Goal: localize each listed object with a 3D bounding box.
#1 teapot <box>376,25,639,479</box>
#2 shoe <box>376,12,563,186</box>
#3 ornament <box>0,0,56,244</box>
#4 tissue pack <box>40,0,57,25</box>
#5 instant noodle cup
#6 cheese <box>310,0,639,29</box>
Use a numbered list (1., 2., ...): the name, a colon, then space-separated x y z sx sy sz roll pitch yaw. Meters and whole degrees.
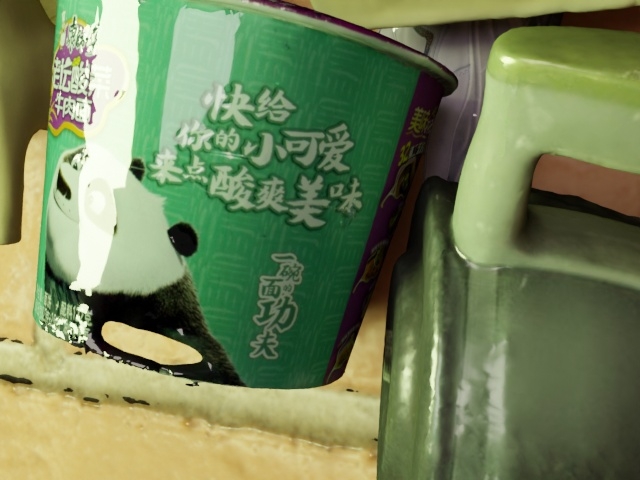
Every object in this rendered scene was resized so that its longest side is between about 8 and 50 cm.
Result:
1. teapot: 0.157 0.048 0.437 0.239 0.239 0.322 4 106 2
2. shoe: 0.094 -0.126 0.569 0.137 0.095 0.245 14 86 28
3. ornament: -0.218 -0.121 0.596 0.061 0.230 0.245 17 110 41
4. tissue pack: -0.344 -0.335 0.667 0.293 0.228 0.382 -31 63 3
5. instant noodle cup: -0.059 -0.030 0.466 0.251 0.251 0.190 15 95 25
6. cheese: 0.122 -0.267 0.497 0.242 0.124 0.266 4 55 20
